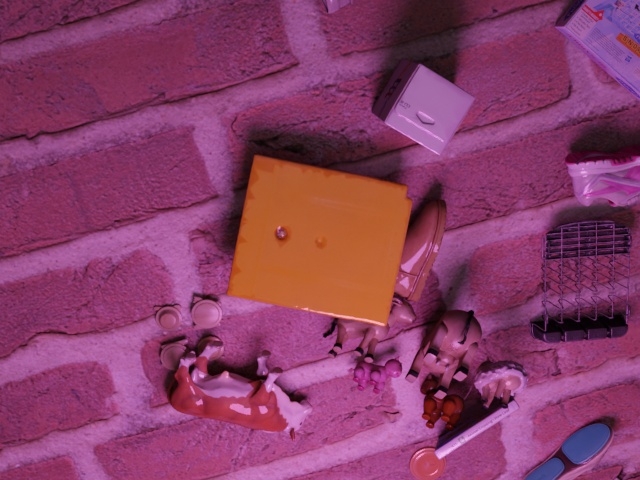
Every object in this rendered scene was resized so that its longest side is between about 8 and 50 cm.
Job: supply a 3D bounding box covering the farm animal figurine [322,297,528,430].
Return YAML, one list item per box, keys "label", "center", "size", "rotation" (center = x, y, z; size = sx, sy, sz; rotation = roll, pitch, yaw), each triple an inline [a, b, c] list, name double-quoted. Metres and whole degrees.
- label: "farm animal figurine"
  center: [0.215, 0.220, 1.771]
  size: [0.330, 0.172, 0.327]
  rotation: [39, 143, -14]

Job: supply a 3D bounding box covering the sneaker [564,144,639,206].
- label: "sneaker"
  center: [0.623, -0.128, 1.763]
  size: [0.252, 0.103, 0.111]
  rotation: [-4, 110, 3]

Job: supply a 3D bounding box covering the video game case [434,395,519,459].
- label: "video game case"
  center: [0.328, 0.388, 1.824]
  size: [0.193, 0.212, 0.023]
  rotation: [-34, 80, 5]

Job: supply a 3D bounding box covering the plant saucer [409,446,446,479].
- label: "plant saucer"
  center: [0.242, 0.503, 1.944]
  size: [0.083, 0.013, 0.083]
  rotation: [-2, 106, -5]

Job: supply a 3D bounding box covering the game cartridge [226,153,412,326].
- label: "game cartridge"
  center: [0.000, 0.000, 1.693]
  size: [0.323, 0.053, 0.285]
  rotation: [12, 94, -3]

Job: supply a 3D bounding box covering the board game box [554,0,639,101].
- label: "board game box"
  center: [0.681, -0.445, 1.689]
  size: [0.318, 0.066, 0.318]
  rotation: [37, 100, -13]

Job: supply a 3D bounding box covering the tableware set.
- label: "tableware set"
  center: [-0.271, 0.196, 1.808]
  size: [0.141, 0.020, 0.169]
  rotation: [-5, 108, -3]

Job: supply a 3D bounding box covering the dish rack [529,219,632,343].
- label: "dish rack"
  center: [0.553, 0.087, 1.827]
  size: [0.208, 0.074, 0.272]
  rotation: [-5, 104, -5]

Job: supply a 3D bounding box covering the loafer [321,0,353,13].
- label: "loafer"
  center: [-0.038, -0.560, 1.568]
  size: [0.111, 0.112, 0.319]
  rotation: [-41, 106, -2]

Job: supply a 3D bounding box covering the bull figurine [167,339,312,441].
- label: "bull figurine"
  center: [-0.163, 0.316, 1.798]
  size: [0.310, 0.101, 0.188]
  rotation: [8, 117, -5]

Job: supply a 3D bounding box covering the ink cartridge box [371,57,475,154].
- label: "ink cartridge box"
  center: [0.191, -0.256, 1.640]
  size: [0.128, 0.176, 0.127]
  rotation: [28, 102, -12]

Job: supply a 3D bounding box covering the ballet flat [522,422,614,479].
- label: "ballet flat"
  center: [0.561, 0.503, 1.947]
  size: [0.248, 0.086, 0.086]
  rotation: [-37, 106, 7]

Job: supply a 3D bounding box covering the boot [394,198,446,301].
- label: "boot"
  center: [0.101, 0.000, 1.752]
  size: [0.269, 0.089, 0.236]
  rotation: [15, 103, -8]
